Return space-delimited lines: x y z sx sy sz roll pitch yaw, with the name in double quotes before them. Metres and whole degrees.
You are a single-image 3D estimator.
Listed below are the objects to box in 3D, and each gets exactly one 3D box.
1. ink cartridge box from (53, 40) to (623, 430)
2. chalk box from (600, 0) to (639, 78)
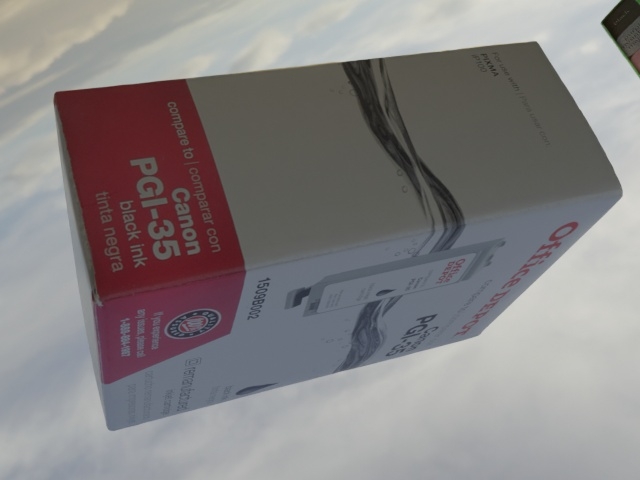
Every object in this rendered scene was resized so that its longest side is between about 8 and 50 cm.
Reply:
"ink cartridge box" 0.000 0.000 0.439 0.282 0.117 0.207 -11 153 -20
"chalk box" 0.283 -0.127 0.460 0.132 0.213 0.132 -45 -152 32
